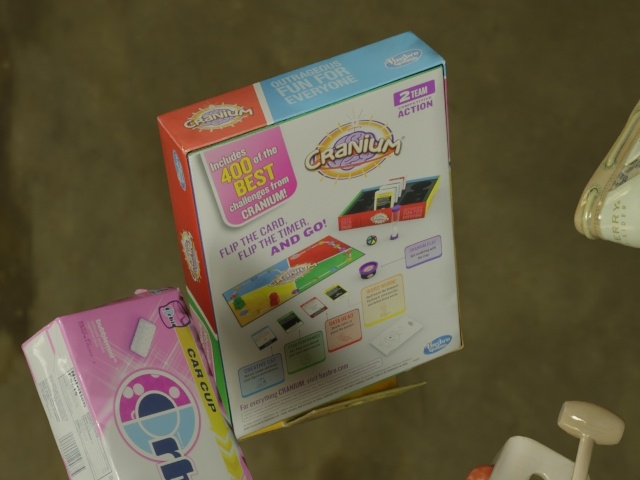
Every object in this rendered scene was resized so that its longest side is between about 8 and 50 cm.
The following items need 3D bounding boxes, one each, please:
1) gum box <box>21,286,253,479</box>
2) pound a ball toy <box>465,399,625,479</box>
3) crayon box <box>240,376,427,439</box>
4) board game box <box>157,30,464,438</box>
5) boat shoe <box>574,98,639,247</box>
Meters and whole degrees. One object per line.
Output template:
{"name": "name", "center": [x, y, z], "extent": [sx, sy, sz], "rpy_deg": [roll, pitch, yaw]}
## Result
{"name": "gum box", "center": [-0.127, 0.130, 1.285], "extent": [0.062, 0.107, 0.188], "rpy_deg": [-33, 75, 48]}
{"name": "pound a ball toy", "center": [0.217, 0.339, 2.124], "extent": [0.135, 0.319, 0.208], "rpy_deg": [28, 152, 4]}
{"name": "crayon box", "center": [-0.050, 0.191, 2.216], "extent": [0.318, 0.202, 0.081], "rpy_deg": [-22, 82, 45]}
{"name": "board game box", "center": [0.000, 0.000, 1.576], "extent": [0.064, 0.242, 0.317], "rpy_deg": [49, 152, 48]}
{"name": "boat shoe", "center": [0.282, -0.100, 1.435], "extent": [0.089, 0.285, 0.105], "rpy_deg": [3, 128, 28]}
